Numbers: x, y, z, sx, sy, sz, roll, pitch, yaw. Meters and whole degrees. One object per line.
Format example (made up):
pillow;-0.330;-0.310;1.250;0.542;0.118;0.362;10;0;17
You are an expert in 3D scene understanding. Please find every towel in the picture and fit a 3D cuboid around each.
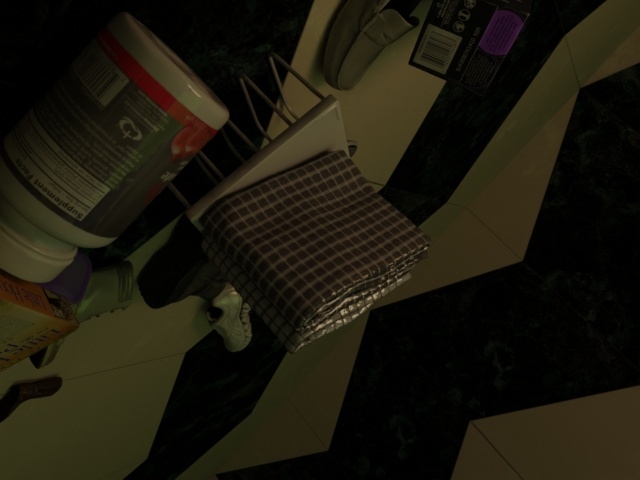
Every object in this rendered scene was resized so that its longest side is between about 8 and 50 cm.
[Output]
towel;0.000;0.000;0.862;0.283;0.235;0.121;-29;148;-33

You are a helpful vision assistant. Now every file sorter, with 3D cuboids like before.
file sorter;-0.116;-0.139;0.950;0.277;0.173;0.193;-40;159;-8

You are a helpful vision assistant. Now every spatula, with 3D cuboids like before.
spatula;-0.441;0.019;0.846;0.296;0.030;0.084;51;52;-65

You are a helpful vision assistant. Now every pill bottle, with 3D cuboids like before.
pill bottle;-0.280;-0.103;0.718;0.318;0.176;0.176;-45;160;6

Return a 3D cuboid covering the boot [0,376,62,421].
boot;-0.600;0.327;1.203;0.106;0.037;0.114;-45;164;13

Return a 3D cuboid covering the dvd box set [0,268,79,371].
dvd box set;-0.500;0.119;0.657;0.307;0.062;0.420;-28;166;-7

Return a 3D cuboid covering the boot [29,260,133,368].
boot;-0.431;0.131;1.049;0.165;0.077;0.213;-13;137;-53

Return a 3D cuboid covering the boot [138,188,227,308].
boot;-0.205;0.008;1.204;0.338;0.118;0.222;-39;165;23

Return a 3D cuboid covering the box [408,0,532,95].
box;0.270;-0.408;1.008;0.165;0.143;0.270;113;2;-49

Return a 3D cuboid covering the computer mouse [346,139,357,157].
computer mouse;0.012;-0.167;1.325;0.106;0.042;0.193;-6;145;-51

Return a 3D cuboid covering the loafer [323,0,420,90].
loafer;0.107;-0.378;0.967;0.112;0.111;0.320;-19;150;-46

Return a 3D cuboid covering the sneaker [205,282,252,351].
sneaker;-0.243;0.200;1.519;0.118;0.110;0.292;-22;144;-28
